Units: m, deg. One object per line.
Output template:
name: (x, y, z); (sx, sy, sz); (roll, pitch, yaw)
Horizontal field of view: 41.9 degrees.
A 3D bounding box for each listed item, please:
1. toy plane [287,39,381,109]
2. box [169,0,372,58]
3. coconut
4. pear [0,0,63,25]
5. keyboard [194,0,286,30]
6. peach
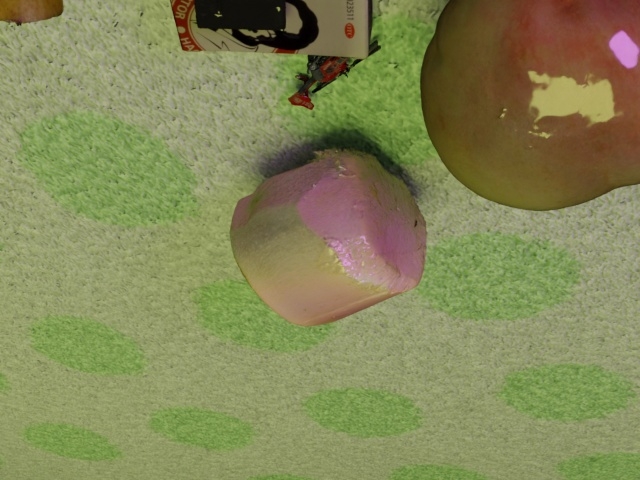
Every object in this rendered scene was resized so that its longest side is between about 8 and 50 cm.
toy plane: (0.005, -0.205, 0.999); (0.060, 0.037, 0.145); (17, 142, -31)
box: (-0.058, -0.329, 0.810); (0.214, 0.069, 0.353); (4, 147, 6)
coconut: (0.000, 0.000, 1.147); (0.245, 0.233, 0.233); (-22, 136, 35)
pear: (-0.373, -0.319, 0.802); (0.267, 0.267, 0.178); (12, 115, -6)
keyboard: (-0.084, -0.318, 0.753); (0.106, 0.027, 0.317); (4, 146, 0)
peach: (0.241, -0.157, 0.828); (0.292, 0.247, 0.292); (6, 168, 1)
